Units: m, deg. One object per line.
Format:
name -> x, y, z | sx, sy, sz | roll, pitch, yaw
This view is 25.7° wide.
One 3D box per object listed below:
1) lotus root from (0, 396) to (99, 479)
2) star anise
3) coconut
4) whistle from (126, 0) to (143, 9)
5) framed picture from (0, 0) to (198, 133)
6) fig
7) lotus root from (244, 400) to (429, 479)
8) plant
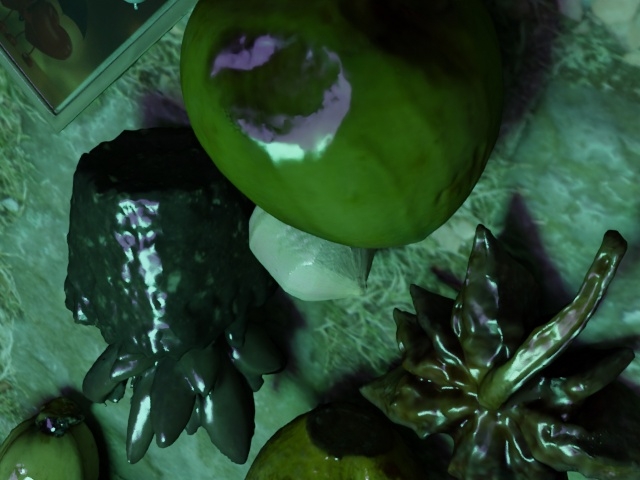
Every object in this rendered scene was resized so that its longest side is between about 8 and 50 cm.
lotus root -> -0.334, 0.305, 1.677 | 0.140, 0.154, 0.257 | 13, 111, 2
star anise -> 0.164, 0.126, 1.218 | 0.349, 0.109, 0.292 | -19, 116, 43
coconut -> 0.000, 0.000, 1.251 | 0.124, 0.110, 0.110 | 45, 136, 11
whistle -> -0.164, -0.248, 1.218 | 0.035, 0.035, 0.100 | 17, 127, 26
framed picture -> -0.240, -0.248, 1.310 | 0.211, 0.020, 0.289 | 52, 134, -6
fig -> 0.023, -0.106, 1.076 | 0.239, 0.239, 0.271 | 8, 136, 32
lotus root -> 0.026, 0.255, 1.359 | 0.199, 0.188, 0.180 | 26, 125, 23
plant -> -0.135, 0.058, 1.350 | 0.181, 0.194, 0.321 | 24, 128, 37
